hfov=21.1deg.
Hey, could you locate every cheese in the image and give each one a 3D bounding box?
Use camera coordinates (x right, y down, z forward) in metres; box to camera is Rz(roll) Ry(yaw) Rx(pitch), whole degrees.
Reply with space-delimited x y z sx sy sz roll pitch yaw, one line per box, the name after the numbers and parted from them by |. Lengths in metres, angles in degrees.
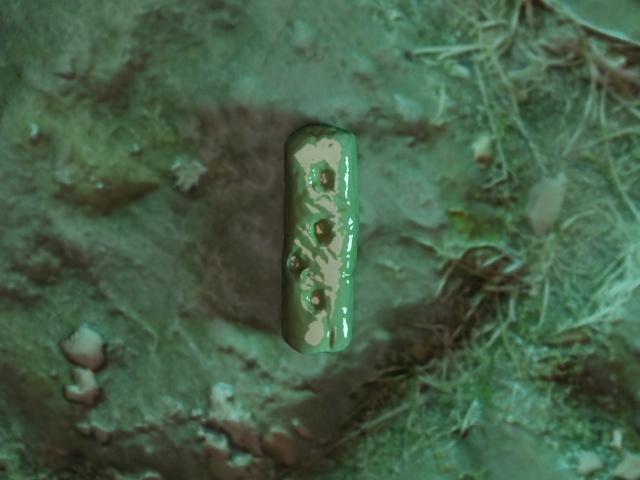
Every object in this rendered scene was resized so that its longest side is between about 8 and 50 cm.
0.000 0.000 1.428 0.065 0.043 0.194 0 101 0 | cheese
